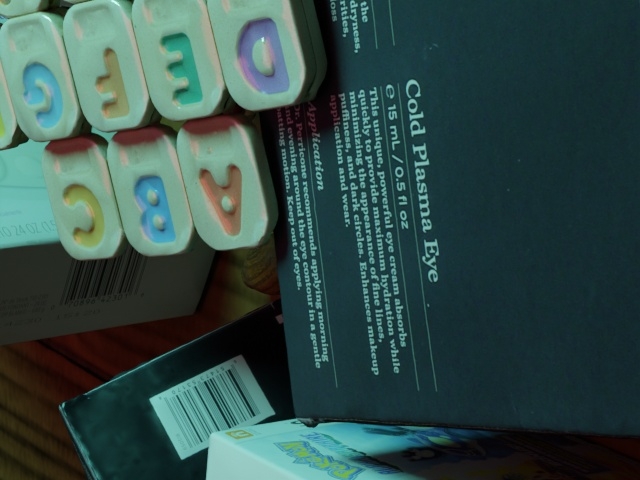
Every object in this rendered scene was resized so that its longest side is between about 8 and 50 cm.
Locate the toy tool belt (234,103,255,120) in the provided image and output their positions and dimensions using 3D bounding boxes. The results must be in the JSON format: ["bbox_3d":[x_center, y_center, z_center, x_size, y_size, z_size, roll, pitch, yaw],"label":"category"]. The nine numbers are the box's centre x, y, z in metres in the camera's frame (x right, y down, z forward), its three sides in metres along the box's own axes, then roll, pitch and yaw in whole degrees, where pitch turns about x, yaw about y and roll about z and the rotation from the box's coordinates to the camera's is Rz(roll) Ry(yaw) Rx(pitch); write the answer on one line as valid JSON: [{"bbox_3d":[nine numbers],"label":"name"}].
[{"bbox_3d":[-0.070,-0.118,1.271,0.083,0.052,0.051,57,145,30],"label":"toy tool belt"}]

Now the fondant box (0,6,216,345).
[{"bbox_3d":[-0.252,-0.069,1.368,0.330,0.238,0.096,49,133,37],"label":"fondant box"}]

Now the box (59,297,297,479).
[{"bbox_3d":[-0.058,0.131,1.167,0.093,0.156,0.158,59,168,26],"label":"box"}]

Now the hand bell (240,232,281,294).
[{"bbox_3d":[0.000,0.000,1.176,0.242,0.126,0.126,-23,77,65],"label":"hand bell"}]

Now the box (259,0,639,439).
[{"bbox_3d":[0.125,-0.088,0.904,0.312,0.179,0.343,-3,95,55],"label":"box"}]

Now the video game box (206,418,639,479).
[{"bbox_3d":[0.072,0.134,1.011,0.205,0.187,0.048,19,111,50],"label":"video game box"}]

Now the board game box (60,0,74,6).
[{"bbox_3d":[-0.130,-0.192,1.161,0.124,0.259,0.039,-58,37,41],"label":"board game box"}]

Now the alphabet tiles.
[{"bbox_3d":[-0.115,-0.125,1.004,0.284,0.021,0.278,-4,102,44],"label":"alphabet tiles"}]
